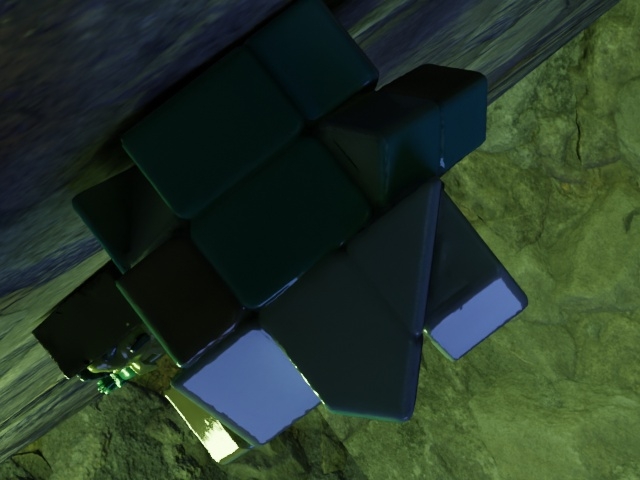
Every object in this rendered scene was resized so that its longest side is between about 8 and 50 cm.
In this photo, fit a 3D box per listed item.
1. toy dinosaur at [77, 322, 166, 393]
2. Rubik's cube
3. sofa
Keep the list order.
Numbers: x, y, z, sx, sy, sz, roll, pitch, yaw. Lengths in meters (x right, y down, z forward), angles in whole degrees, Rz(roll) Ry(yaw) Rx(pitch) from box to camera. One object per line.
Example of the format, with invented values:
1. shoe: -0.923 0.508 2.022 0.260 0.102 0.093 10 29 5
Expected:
1. toy dinosaur: -0.175 0.070 1.149 0.259 0.094 0.153 -45 -173 -38
2. Rubik's cube: 0.000 0.000 0.645 0.265 0.213 0.224 -38 176 0
3. sofa: -0.201 0.069 0.973 0.118 0.060 0.039 -38 -177 23
